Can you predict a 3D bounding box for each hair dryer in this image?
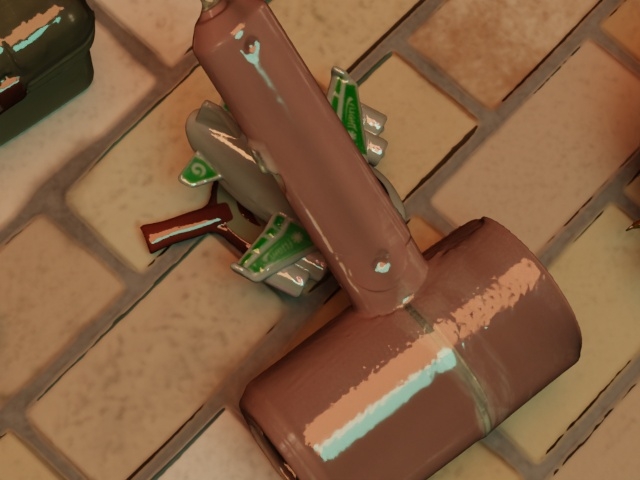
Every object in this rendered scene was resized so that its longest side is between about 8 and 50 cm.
[{"bbox_3d":[0.000,0.000,1.035,0.210,0.125,0.352,-36,107,-11],"label":"hair dryer"}]

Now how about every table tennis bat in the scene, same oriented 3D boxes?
[{"bbox_3d":[-0.055,-0.023,1.164,0.154,0.019,0.098,-18,73,-10],"label":"table tennis bat"}]

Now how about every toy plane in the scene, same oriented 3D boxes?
[{"bbox_3d":[-0.017,-0.045,1.124,0.174,0.080,0.174,4,73,-15],"label":"toy plane"}]

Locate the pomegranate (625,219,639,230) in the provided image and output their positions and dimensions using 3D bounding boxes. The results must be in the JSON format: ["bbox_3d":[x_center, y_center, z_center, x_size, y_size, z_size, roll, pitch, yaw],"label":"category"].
[{"bbox_3d":[0.322,-0.058,1.090,0.221,0.221,0.257,39,106,11],"label":"pomegranate"}]

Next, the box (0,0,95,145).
[{"bbox_3d":[-0.272,-0.133,1.135,0.210,0.129,0.148,-34,76,-11],"label":"box"}]
